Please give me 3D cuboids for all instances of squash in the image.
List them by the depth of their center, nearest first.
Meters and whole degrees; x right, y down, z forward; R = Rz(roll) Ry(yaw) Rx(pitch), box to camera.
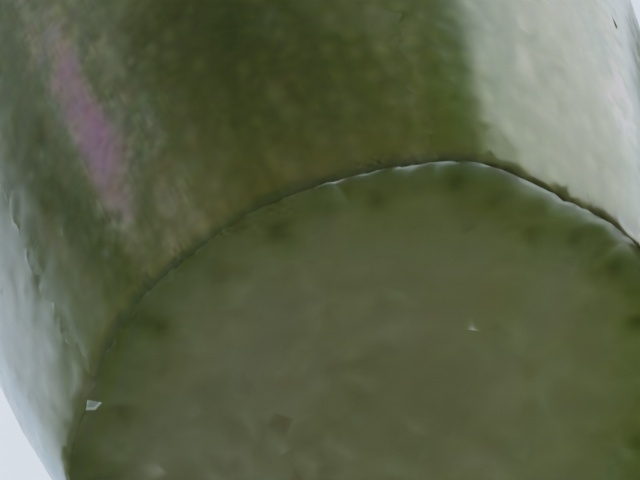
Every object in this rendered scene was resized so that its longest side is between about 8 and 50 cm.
[{"bbox_3d":[0.000,0.000,0.410,0.170,0.170,0.123,-32,-146,11],"label":"squash"}]
